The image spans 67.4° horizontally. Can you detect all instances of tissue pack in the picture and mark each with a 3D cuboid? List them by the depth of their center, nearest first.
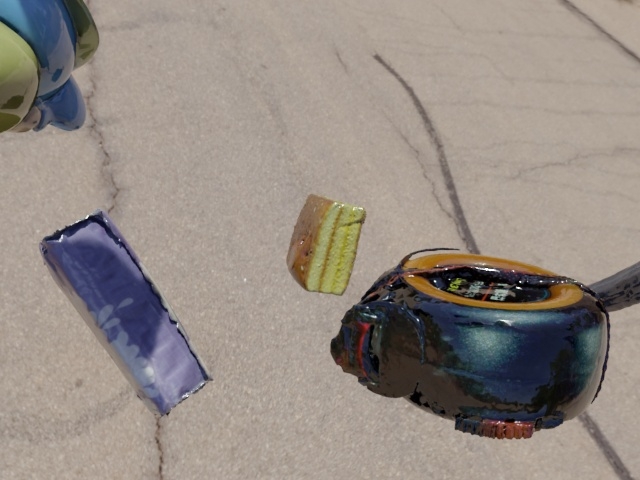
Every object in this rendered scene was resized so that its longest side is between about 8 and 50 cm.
[{"bbox_3d":[-0.342,0.129,0.845,0.125,0.242,0.343,-35,100,-28],"label":"tissue pack"}]

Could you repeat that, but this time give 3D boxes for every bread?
[{"bbox_3d":[0.000,0.000,0.996,0.111,0.184,0.234,16,5,-13],"label":"bread"}]

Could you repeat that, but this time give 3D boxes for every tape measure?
[{"bbox_3d":[0.146,0.089,0.457,0.223,0.135,0.202,6,12,24],"label":"tape measure"}]

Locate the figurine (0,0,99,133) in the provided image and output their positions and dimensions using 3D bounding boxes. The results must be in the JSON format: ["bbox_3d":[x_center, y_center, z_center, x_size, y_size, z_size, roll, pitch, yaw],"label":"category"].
[{"bbox_3d":[-0.281,-0.163,0.365,0.180,0.154,0.262,38,22,-11],"label":"figurine"}]

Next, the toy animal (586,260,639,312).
[{"bbox_3d":[0.279,0.118,0.644,0.206,0.367,0.081,32,57,-32],"label":"toy animal"}]
